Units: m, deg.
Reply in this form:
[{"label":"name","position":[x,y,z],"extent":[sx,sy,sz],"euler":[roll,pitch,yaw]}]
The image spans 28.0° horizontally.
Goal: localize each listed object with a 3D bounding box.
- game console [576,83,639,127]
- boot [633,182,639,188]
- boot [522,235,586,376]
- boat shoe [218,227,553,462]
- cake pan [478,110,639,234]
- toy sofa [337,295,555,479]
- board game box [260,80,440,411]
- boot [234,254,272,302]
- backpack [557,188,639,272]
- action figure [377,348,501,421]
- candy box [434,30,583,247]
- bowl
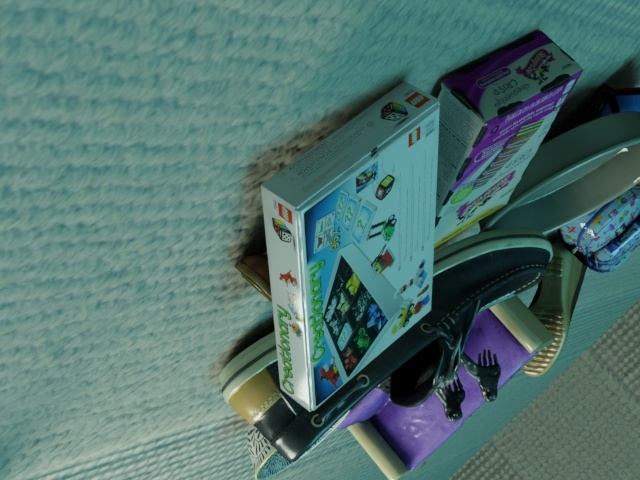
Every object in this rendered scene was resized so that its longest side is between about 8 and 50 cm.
[{"label":"game console","position":[0.409,-0.154,1.721],"extent":[0.124,0.085,0.144],"euler":[-59,160,1]},{"label":"boot","position":[0.527,-0.209,1.830],"extent":[0.264,0.096,0.280],"euler":[-38,160,1]},{"label":"boot","position":[0.427,0.108,2.261],"extent":[0.207,0.090,0.248],"euler":[-12,116,-62]},{"label":"boat shoe","position":[0.111,0.127,1.624],"extent":[0.500,0.156,0.187],"euler":[-25,163,-29]},{"label":"cake pan","position":[0.328,-0.081,1.704],"extent":[0.293,0.054,0.293],"euler":[-24,164,-7]},{"label":"toy sofa","position":[0.200,0.234,2.130],"extent":[0.362,0.150,0.177],"euler":[-47,162,21]},{"label":"board game box","position":[0.035,0.013,1.270],"extent":[0.193,0.053,0.305],"euler":[-37,146,-28]},{"label":"boot","position":[0.000,0.000,1.328],"extent":[0.152,0.073,0.197],"euler":[-51,159,8]},{"label":"backpack","position":[0.465,-0.037,2.077],"extent":[0.158,0.117,0.173],"euler":[-41,159,1]},{"label":"action figure","position":[0.145,0.173,1.912],"extent":[0.164,0.141,0.275],"euler":[-38,138,20]},{"label":"candy box","position":[0.170,-0.100,1.389],"extent":[0.159,0.071,0.233],"euler":[-30,158,-32]},{"label":"bowl","position":[-0.046,0.250,1.788],"extent":[0.170,0.080,0.170],"euler":[-35,161,-14]}]
